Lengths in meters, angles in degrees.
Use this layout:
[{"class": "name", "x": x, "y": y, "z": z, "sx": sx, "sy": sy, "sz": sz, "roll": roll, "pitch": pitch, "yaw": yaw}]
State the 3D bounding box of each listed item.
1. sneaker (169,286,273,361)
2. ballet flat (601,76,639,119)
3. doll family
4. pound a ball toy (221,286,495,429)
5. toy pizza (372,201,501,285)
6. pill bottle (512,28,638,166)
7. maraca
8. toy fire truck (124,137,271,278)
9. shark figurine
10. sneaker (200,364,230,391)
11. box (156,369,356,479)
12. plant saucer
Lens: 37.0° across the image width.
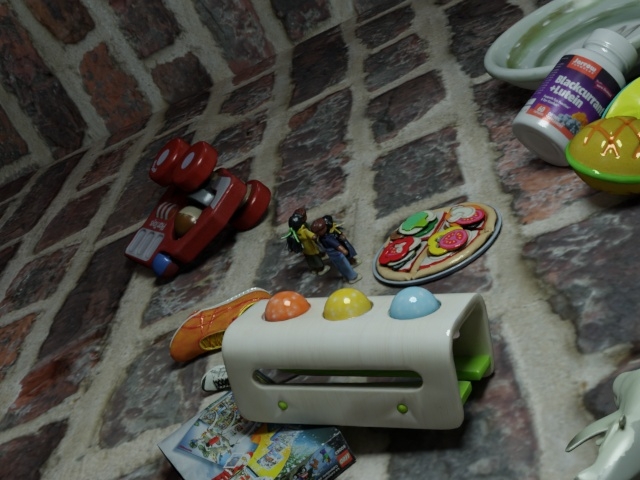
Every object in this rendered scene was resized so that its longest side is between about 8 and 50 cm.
[{"class": "sneaker", "x": -0.146, "y": 0.129, "z": 1.415, "sx": 0.175, "sy": 0.064, "sz": 0.067, "roll": -31, "pitch": 32, "yaw": 0}, {"class": "ballet flat", "x": 0.505, "y": -0.215, "z": 1.391, "sx": 0.231, "sy": 0.077, "sz": 0.077, "roll": -36, "pitch": 37, "yaw": -23}, {"class": "doll family", "x": 0.000, "y": 0.000, "z": 1.453, "sx": 0.076, "sy": 0.111, "sz": 0.193, "roll": -40, "pitch": 26, "yaw": -27}, {"class": "pound a ball toy", "x": 0.035, "y": 0.103, "z": 1.102, "sx": 0.319, "sy": 0.135, "sz": 0.208, "roll": -3, "pitch": 20, "yaw": 29}, {"class": "toy pizza", "x": 0.163, "y": -0.005, "z": 1.380, "sx": 0.201, "sy": 0.032, "sz": 0.201, "roll": -24, "pitch": 23, "yaw": 11}, {"class": "pill bottle", "x": 0.380, "y": -0.214, "z": 1.412, "sx": 0.193, "sy": 0.108, "sz": 0.108, "roll": -52, "pitch": 27, "yaw": -8}, {"class": "maraca", "x": 0.412, "y": -0.109, "z": 1.240, "sx": 0.186, "sy": 0.099, "sz": 0.127, "roll": 5, "pitch": 40, "yaw": 12}, {"class": "toy fire truck", "x": -0.252, "y": -0.044, "z": 1.818, "sx": 0.254, "sy": 0.169, "sz": 0.302, "roll": -59, "pitch": 29, "yaw": -9}, {"class": "shark figurine", "x": 0.267, "y": 0.188, "z": 0.775, "sx": 0.278, "sy": 0.116, "sz": 0.166, "roll": -39, "pitch": -10, "yaw": -43}, {"class": "sneaker", "x": -0.127, "y": 0.187, "z": 1.304, "sx": 0.083, "sy": 0.032, "sz": 0.037, "roll": -27, "pitch": 22, "yaw": 5}, {"class": "box", "x": -0.081, "y": 0.245, "z": 1.110, "sx": 0.159, "sy": 0.044, "sz": 0.233, "roll": -35, "pitch": 23, "yaw": -16}, {"class": "plant saucer", "x": 0.485, "y": -0.347, "z": 1.653, "sx": 0.401, "sy": 0.100, "sz": 0.400, "roll": -23, "pitch": 23, "yaw": 10}]
